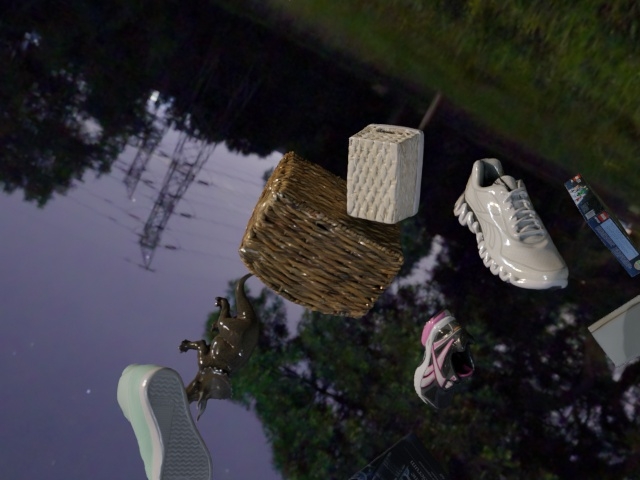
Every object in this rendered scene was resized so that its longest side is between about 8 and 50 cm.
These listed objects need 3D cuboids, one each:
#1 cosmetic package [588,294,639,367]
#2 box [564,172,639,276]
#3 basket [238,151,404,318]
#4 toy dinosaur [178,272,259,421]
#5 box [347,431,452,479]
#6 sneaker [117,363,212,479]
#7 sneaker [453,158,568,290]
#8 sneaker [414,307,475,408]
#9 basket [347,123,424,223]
[{"bbox_3d":[0.773,0.154,1.496,0.113,0.309,0.160,58,-158,20],"label":"cosmetic package"},{"bbox_3d":[0.608,-0.039,1.433,0.159,0.044,0.233,46,-158,-13],"label":"box"},{"bbox_3d":[0.000,0.000,1.375,0.299,0.213,0.223,27,-153,-11],"label":"basket"},{"bbox_3d":[-0.192,0.218,1.411,0.160,0.313,0.121,29,166,36],"label":"toy dinosaur"},{"bbox_3d":[0.201,0.797,1.940,0.395,0.212,0.293,-19,-118,-46],"label":"box"},{"bbox_3d":[-0.252,0.314,1.064,0.094,0.255,0.151,-13,-173,-34],"label":"sneaker"},{"bbox_3d":[0.308,-0.030,1.092,0.110,0.118,0.292,-4,-143,-17],"label":"sneaker"},{"bbox_3d":[0.191,0.194,1.001,0.072,0.178,0.077,-27,-139,-25],"label":"sneaker"},{"bbox_3d":[0.117,-0.121,1.239,0.113,0.167,0.103,12,-155,27],"label":"basket"}]
